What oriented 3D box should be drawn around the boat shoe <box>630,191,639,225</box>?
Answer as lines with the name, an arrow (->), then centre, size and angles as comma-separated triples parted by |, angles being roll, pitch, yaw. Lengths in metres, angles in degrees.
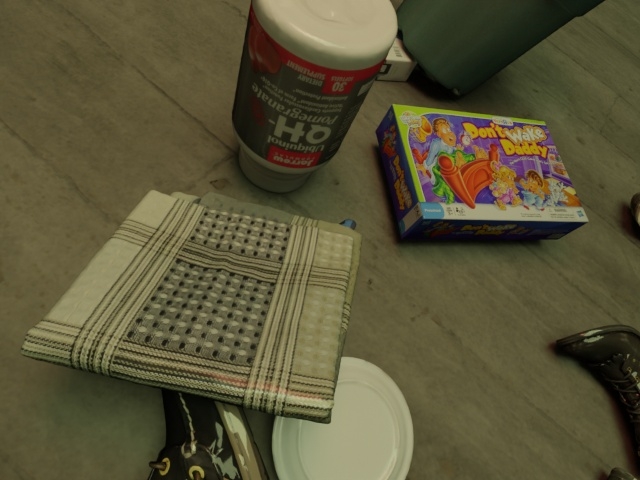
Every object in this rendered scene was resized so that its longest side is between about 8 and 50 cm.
boat shoe -> 0.829, -0.010, 0.947 | 0.305, 0.109, 0.091 | 32, 31, -1

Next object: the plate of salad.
plate of salad -> 0.031, 0.256, 0.564 | 0.200, 0.048, 0.199 | 6, 72, -20

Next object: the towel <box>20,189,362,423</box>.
towel -> -0.110, 0.041, 0.525 | 0.313, 0.056, 0.324 | 12, 36, 2

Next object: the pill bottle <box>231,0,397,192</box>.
pill bottle -> -0.033, -0.208, 0.622 | 0.177, 0.318, 0.176 | 8, 61, -15

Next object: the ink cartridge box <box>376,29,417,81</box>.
ink cartridge box -> 0.106, -0.407, 0.927 | 0.180, 0.060, 0.104 | -5, 66, -22

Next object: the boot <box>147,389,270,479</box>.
boot -> -0.191, 0.297, 0.419 | 0.284, 0.138, 0.377 | -18, 76, -26

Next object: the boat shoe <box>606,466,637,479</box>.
boat shoe -> 0.516, 0.431, 0.625 | 0.219, 0.077, 0.070 | 43, 59, 8

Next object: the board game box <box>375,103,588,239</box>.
board game box -> 0.293, -0.121, 0.795 | 0.348, 0.078, 0.233 | 0, 64, -19

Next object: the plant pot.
plant pot -> 0.354, -0.509, 0.876 | 0.341, 0.334, 0.340 | 21, 52, -29

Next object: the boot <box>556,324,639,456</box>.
boot -> 0.525, 0.268, 0.706 | 0.263, 0.091, 0.228 | 13, 60, -15

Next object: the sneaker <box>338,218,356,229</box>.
sneaker -> 0.000, 0.000, 0.684 | 0.059, 0.053, 0.144 | 46, 58, 10
